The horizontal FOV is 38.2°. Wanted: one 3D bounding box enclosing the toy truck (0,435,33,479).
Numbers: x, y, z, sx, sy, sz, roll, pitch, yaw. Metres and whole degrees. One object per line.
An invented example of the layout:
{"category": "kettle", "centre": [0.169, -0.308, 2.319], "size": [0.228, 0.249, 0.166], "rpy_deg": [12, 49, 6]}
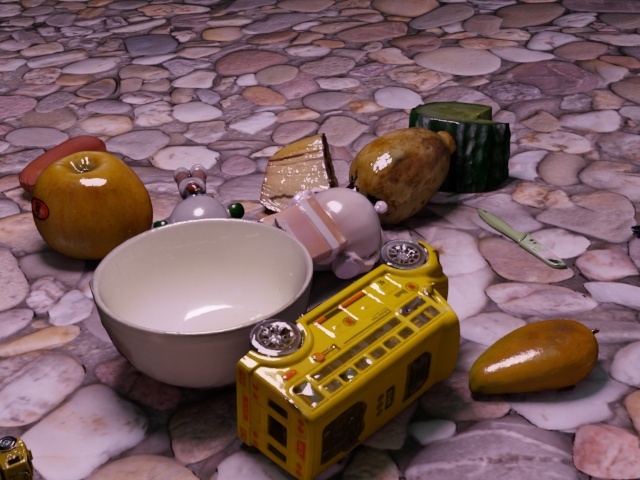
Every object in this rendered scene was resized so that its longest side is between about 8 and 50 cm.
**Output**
{"category": "toy truck", "centre": [-0.357, 0.255, 1.013], "size": [0.083, 0.049, 0.054], "rpy_deg": [-17, 34, -21]}

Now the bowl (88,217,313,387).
{"category": "bowl", "centre": [-0.144, 0.093, 1.183], "size": [0.277, 0.145, 0.277], "rpy_deg": [-3, 31, 2]}

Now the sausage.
{"category": "sausage", "centre": [-0.465, -0.138, 1.676], "size": [0.077, 0.077, 0.194], "rpy_deg": [13, 33, 24]}

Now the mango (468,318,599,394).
{"category": "mango", "centre": [0.267, 0.146, 1.150], "size": [0.187, 0.066, 0.101], "rpy_deg": [-17, 31, -8]}

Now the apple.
{"category": "apple", "centre": [-0.357, -0.056, 1.441], "size": [0.182, 0.155, 0.182], "rpy_deg": [-5, 26, 2]}

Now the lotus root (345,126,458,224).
{"category": "lotus root", "centre": [0.137, -0.117, 1.510], "size": [0.214, 0.138, 0.138], "rpy_deg": [-39, 42, -15]}

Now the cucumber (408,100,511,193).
{"category": "cucumber", "centre": [0.240, -0.174, 1.649], "size": [0.191, 0.130, 0.191], "rpy_deg": [3, 25, -2]}

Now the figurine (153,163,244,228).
{"category": "figurine", "centre": [-0.194, -0.041, 1.464], "size": [0.147, 0.094, 0.197], "rpy_deg": [-14, 34, -3]}

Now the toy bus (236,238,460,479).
{"category": "toy bus", "centre": [0.055, 0.133, 1.101], "size": [0.152, 0.144, 0.330], "rpy_deg": [32, 46, 33]}

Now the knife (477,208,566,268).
{"category": "knife", "centre": [0.313, -0.006, 1.453], "size": [0.030, 0.014, 0.207], "rpy_deg": [-17, 35, -23]}

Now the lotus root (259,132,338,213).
{"category": "lotus root", "centre": [-0.027, -0.101, 1.576], "size": [0.135, 0.095, 0.159], "rpy_deg": [0, 70, 14]}

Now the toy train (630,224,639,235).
{"category": "toy train", "centre": [0.528, -0.016, 1.449], "size": [0.083, 0.017, 0.017], "rpy_deg": [-3, 28, -3]}

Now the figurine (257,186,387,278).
{"category": "figurine", "centre": [0.002, -0.003, 1.372], "size": [0.236, 0.141, 0.162], "rpy_deg": [-26, 66, -39]}
